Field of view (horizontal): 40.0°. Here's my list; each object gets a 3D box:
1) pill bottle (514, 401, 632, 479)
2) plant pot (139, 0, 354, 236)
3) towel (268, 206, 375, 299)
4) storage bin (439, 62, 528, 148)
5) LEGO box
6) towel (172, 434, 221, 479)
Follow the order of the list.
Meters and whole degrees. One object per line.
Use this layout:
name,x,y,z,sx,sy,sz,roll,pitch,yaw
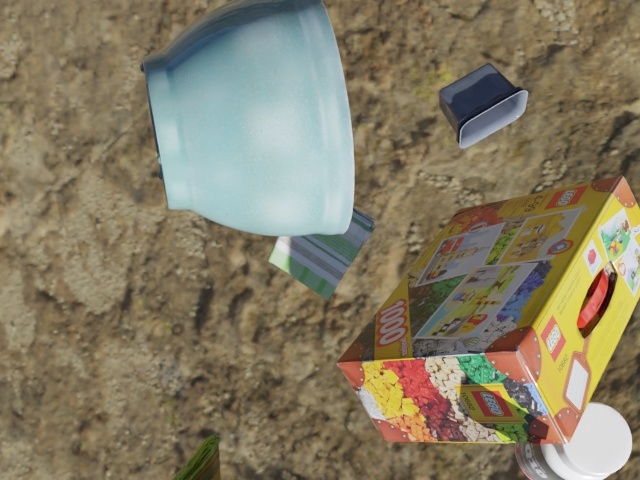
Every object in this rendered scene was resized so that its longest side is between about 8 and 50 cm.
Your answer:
pill bottle,0.505,0.411,1.774,0.161,0.161,0.283,57,167,14
plant pot,-0.094,-0.135,1.001,0.293,0.196,0.292,171,90,-79
towel,0.000,0.000,1.240,0.113,0.023,0.152,35,124,7
storage bin,0.271,-0.234,1.508,0.135,0.098,0.091,-29,65,-7
LEGO box,0.326,0.122,1.563,0.373,0.500,0.193,-12,116,44
towel,-0.142,0.326,1.023,0.021,0.102,0.237,25,140,21
